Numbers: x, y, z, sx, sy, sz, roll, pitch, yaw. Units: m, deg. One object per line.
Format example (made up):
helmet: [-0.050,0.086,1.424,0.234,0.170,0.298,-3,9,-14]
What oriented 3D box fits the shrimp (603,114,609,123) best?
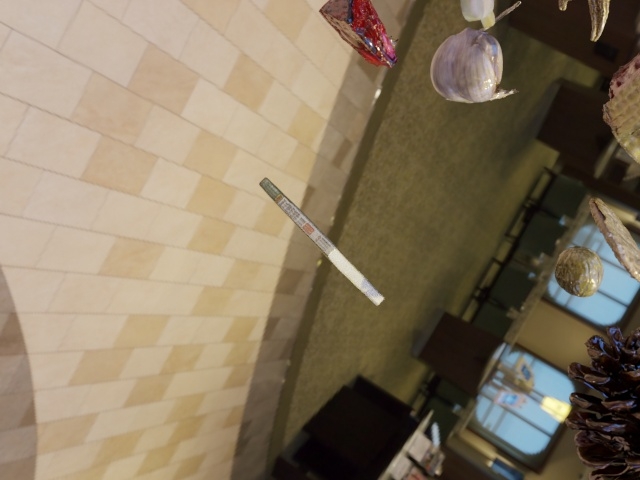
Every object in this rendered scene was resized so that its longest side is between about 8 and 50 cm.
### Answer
shrimp: [0.742,-0.264,1.583,0.287,0.152,0.063,12,73,-40]

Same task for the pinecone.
pinecone: [0.511,0.286,1.138,0.244,0.309,0.244,-26,-178,1]

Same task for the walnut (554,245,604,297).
walnut: [0.443,0.054,1.210,0.092,0.092,0.092,-48,157,-28]

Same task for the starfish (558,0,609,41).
starfish: [0.581,-0.568,1.554,0.050,0.138,0.247,-22,132,-24]

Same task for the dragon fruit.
dragon fruit: [0.104,-0.437,1.458,0.092,0.122,0.192,-49,120,0]

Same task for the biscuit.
biscuit: [0.333,0.002,0.778,0.015,0.120,0.120,-36,171,27]

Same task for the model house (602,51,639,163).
model house: [0.580,-0.232,1.133,0.196,0.160,0.254,-44,-173,40]

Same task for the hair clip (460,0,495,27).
hair clip: [0.308,-0.489,1.394,0.218,0.071,0.159,-67,144,-49]

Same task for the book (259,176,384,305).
book: [0.000,0.000,1.346,0.027,0.264,0.202,-45,136,1]

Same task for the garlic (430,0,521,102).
garlic: [0.385,-0.404,1.614,0.256,0.207,0.207,-39,164,14]
